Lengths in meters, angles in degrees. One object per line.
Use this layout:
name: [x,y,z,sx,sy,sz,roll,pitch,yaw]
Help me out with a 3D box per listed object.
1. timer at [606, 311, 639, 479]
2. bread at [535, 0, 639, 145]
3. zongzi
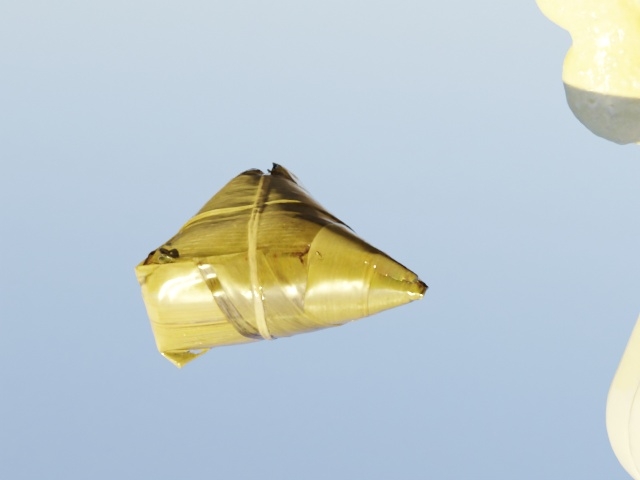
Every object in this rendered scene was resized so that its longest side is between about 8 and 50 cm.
timer: [0.204,-0.018,0.521,0.178,0.253,0.078,20,-176,-15]
bread: [0.299,-0.189,1.185,0.316,0.316,0.054,0,-168,-5]
zongzi: [0.000,0.000,0.976,0.176,0.078,0.160,-10,-154,26]
